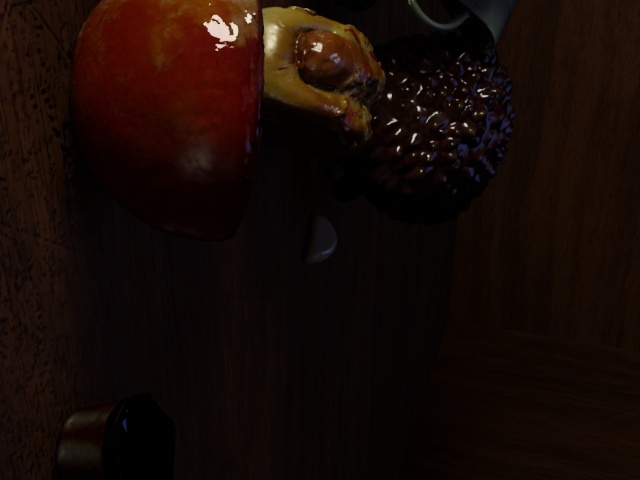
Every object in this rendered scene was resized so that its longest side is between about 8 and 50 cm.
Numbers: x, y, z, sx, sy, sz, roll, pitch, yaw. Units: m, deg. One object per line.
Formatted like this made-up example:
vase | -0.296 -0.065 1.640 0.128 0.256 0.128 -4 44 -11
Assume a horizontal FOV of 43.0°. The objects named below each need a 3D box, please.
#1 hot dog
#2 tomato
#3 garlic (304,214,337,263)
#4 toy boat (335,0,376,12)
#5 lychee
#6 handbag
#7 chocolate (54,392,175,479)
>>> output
hot dog | 0.000 -0.186 1.012 0.256 0.153 0.150 38 61 -72
tomato | -0.125 -0.114 0.638 0.233 0.139 0.201 -129 -133 -63
garlic | 0.000 0.000 1.325 0.053 0.041 0.083 13 77 -34
toy boat | 0.033 -0.385 1.140 0.246 0.092 0.103 45 48 -71
lychee | 0.147 -0.172 1.265 0.330 0.306 0.306 -42 165 7
handbag | 0.185 -0.389 1.154 0.109 0.241 0.315 -25 -153 55
chocolate | -0.181 0.190 0.708 0.125 0.080 0.149 -76 161 -64
